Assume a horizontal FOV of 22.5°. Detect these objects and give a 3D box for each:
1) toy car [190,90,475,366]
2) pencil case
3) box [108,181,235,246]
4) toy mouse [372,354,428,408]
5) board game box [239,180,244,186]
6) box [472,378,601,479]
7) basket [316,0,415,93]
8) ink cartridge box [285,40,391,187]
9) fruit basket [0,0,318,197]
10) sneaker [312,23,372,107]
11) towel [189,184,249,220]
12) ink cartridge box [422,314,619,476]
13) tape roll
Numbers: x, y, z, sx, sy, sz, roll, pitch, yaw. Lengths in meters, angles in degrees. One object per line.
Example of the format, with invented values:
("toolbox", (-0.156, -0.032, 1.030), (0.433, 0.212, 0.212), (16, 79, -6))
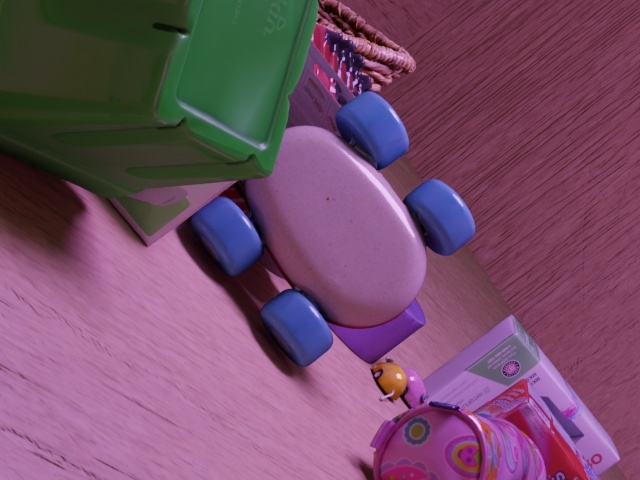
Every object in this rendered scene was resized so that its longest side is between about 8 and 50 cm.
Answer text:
("toy car", (0.000, 0.000, 1.621), (0.210, 0.219, 0.238), (52, -13, 1))
("pencil case", (0.140, 0.225, 1.595), (0.124, 0.124, 0.284), (55, 11, 20))
("box", (-0.167, -0.156, 1.449), (0.262, 0.126, 0.231), (51, 16, -9))
("toy mouse", (0.114, 0.189, 1.882), (0.143, 0.031, 0.161), (49, 9, -20))
("board game box", (-0.127, -0.161, 1.789), (0.208, 0.056, 0.347), (51, -4, 24))
("box", (0.266, 0.305, 1.880), (0.257, 0.122, 0.128), (53, 10, -4))
("basket", (-0.059, -0.278, 2.070), (0.213, 0.223, 0.299), (54, -1, -32))
("ink cartridge box", (0.013, -0.122, 1.737), (0.189, 0.066, 0.232), (53, -30, 14))
("fruit basket", (-0.193, -0.237, 1.220), (0.392, 0.392, 0.283), (57, 15, 27))
("sneaker", (-0.043, -0.206, 1.878), (0.276, 0.135, 0.098), (36, 49, -50))
("towel", (-0.158, -0.112, 1.703), (0.275, 0.031, 0.199), (56, 10, 22))
("ink cartridge box", (0.244, 0.226, 1.998), (0.212, 0.154, 0.093), (51, 9, -10))
("tape roll", (0.037, 0.047, 1.902), (0.189, 0.080, 0.189), (50, 10, -12))
